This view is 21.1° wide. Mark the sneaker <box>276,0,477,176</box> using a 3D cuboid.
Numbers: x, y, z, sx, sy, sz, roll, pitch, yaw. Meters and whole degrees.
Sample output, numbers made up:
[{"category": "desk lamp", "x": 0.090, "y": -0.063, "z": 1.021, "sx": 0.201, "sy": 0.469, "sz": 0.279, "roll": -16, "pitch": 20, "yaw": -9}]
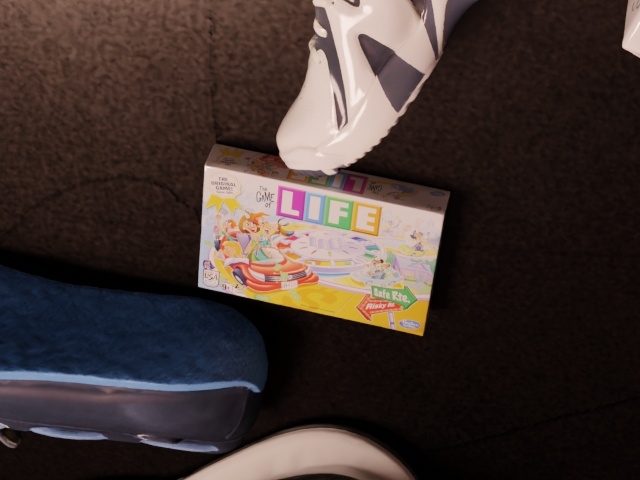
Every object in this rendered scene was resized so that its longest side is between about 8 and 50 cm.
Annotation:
[{"category": "sneaker", "x": 0.009, "y": -0.151, "z": 0.937, "sx": 0.153, "sy": 0.094, "sz": 0.235, "roll": 35, "pitch": 129, "yaw": -11}]

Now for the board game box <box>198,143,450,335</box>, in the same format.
[{"category": "board game box", "x": 0.000, "y": 0.000, "z": 1.105, "sx": 0.154, "sy": 0.026, "sz": 0.103, "roll": 12, "pitch": 130, "yaw": 7}]

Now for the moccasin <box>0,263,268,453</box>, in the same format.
[{"category": "moccasin", "x": -0.210, "y": 0.097, "z": 1.174, "sx": 0.342, "sy": 0.138, "sz": 0.117, "roll": 12, "pitch": 135, "yaw": 7}]

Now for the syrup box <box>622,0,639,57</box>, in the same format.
[{"category": "syrup box", "x": 0.240, "y": -0.188, "z": 0.839, "sx": 0.096, "sy": 0.093, "sz": 0.237, "roll": 23, "pitch": 131, "yaw": -3}]

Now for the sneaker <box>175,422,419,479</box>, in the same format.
[{"category": "sneaker", "x": -0.137, "y": 0.309, "z": 1.235, "sx": 0.447, "sy": 0.257, "sz": 0.169, "roll": -28, "pitch": 117, "yaw": 31}]
